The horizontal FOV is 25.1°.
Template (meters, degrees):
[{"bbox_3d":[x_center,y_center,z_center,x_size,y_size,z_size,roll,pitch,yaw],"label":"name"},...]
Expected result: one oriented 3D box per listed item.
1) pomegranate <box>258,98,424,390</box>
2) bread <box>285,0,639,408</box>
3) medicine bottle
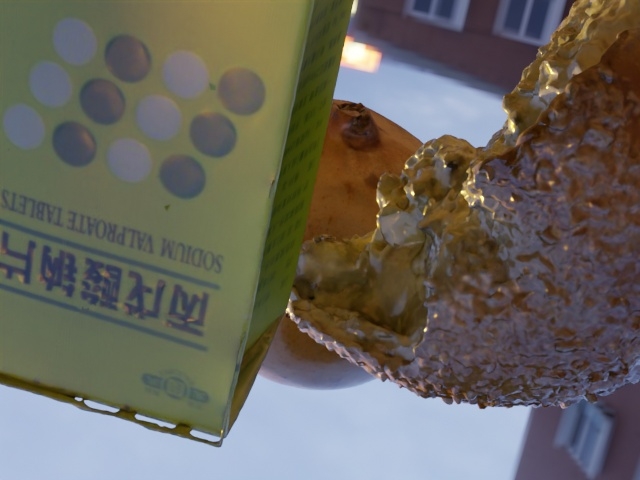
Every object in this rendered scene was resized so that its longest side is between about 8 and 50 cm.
[{"bbox_3d":[0.000,0.000,1.241,0.264,0.264,0.264,10,-157,-4],"label":"pomegranate"},{"bbox_3d":[0.134,0.005,0.816,0.192,0.314,0.171,45,-151,-12],"label":"bread"},{"bbox_3d":[-0.071,-0.056,0.631,0.137,0.250,0.141,15,-153,5],"label":"medicine bottle"}]
